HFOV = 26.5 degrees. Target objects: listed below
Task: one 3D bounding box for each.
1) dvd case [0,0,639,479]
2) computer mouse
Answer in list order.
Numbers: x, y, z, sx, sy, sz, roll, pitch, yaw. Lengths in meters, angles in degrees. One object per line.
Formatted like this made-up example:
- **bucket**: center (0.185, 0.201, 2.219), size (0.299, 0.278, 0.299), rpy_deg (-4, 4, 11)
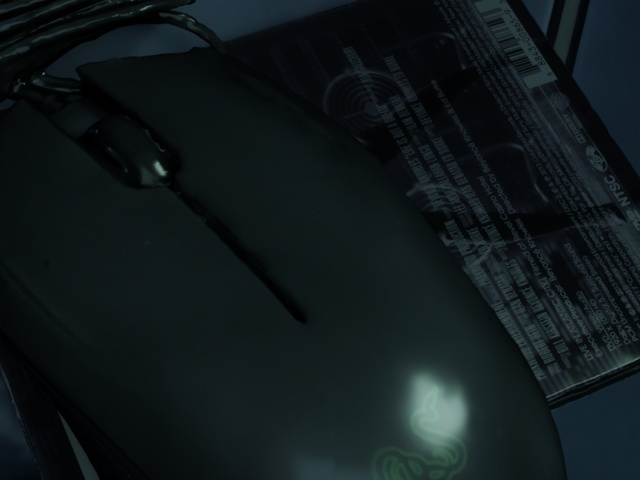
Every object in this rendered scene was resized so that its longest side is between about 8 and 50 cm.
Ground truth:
- **dvd case**: center (0.000, 0.000, 0.445), size (0.221, 0.018, 0.164), rpy_deg (-20, 65, -18)
- **computer mouse**: center (-0.039, 0.013, 0.379), size (0.188, 0.072, 0.272), rpy_deg (-38, 71, -23)
